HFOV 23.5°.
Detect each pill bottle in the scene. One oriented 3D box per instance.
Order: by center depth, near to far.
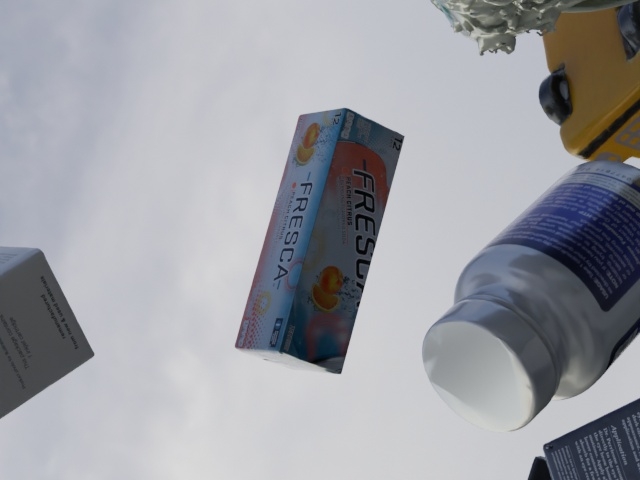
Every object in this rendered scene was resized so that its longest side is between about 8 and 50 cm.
[{"bbox_3d":[0.151,0.037,0.992,0.186,0.112,0.112,-38,-45,-39],"label":"pill bottle"}]

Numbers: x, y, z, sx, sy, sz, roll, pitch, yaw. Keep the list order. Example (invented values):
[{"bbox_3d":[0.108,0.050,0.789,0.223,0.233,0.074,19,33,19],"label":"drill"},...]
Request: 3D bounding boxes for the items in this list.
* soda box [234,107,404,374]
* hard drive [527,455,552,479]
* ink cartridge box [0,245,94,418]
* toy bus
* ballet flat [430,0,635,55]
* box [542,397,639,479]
[{"bbox_3d":[0.000,0.000,1.099,0.058,0.063,0.183,22,-103,-32],"label":"soda box"},{"bbox_3d":[0.386,0.321,1.685,0.237,0.339,0.064,63,-134,-75],"label":"hard drive"},{"bbox_3d":[-0.271,0.086,0.973,0.203,0.148,0.086,-35,-69,-29],"label":"ink cartridge box"},{"bbox_3d":[0.235,-0.208,1.185,0.130,0.333,0.108,16,-39,-26],"label":"toy bus"},{"bbox_3d":[0.237,-0.236,0.939,0.409,0.147,0.147,-25,-49,-4],"label":"ballet flat"},{"bbox_3d":[0.306,0.171,1.212,0.153,0.108,0.207,-3,-23,-37],"label":"box"}]
